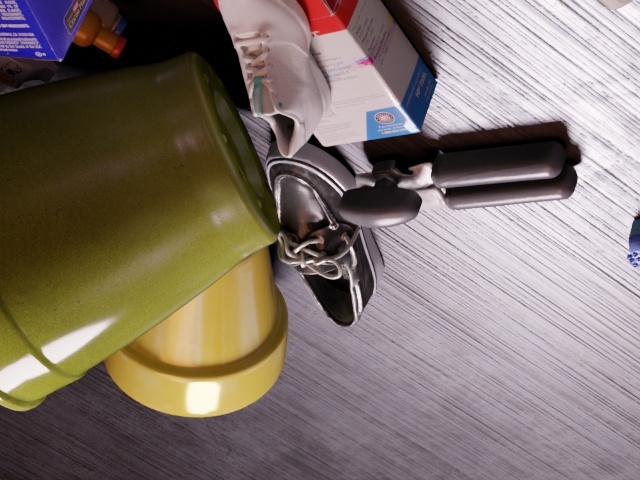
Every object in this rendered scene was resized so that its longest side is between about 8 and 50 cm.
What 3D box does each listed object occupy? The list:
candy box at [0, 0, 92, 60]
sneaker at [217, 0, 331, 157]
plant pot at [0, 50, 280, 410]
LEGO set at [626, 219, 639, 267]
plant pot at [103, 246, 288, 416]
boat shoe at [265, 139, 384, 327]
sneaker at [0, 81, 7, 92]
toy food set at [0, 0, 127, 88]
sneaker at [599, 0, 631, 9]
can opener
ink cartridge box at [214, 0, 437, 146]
[{"bbox_3d":[-0.289,-0.364,1.239,0.122,0.268,0.317,4,144,19],"label":"candy box"},{"bbox_3d":[-0.051,-0.172,1.399,0.080,0.094,0.212,3,143,31],"label":"sneaker"},{"bbox_3d":[-0.248,-0.039,1.594,0.353,0.366,0.366,-23,136,7],"label":"plant pot"},{"bbox_3d":[0.415,0.053,1.605,0.087,0.093,0.227,-9,137,40],"label":"LEGO set"},{"bbox_3d":[-0.164,0.065,1.858,0.254,0.254,0.239,16,132,9],"label":"plant pot"},{"bbox_3d":[-0.004,0.000,1.767,0.113,0.105,0.306,8,146,21],"label":"boat shoe"},{"bbox_3d":[-0.448,-0.264,1.669,0.083,0.084,0.215,-9,126,38],"label":"sneaker"},{"bbox_3d":[-0.291,-0.230,1.590,0.105,0.111,0.232,31,152,-16],"label":"toy food set"},{"bbox_3d":[0.165,-0.279,1.257,0.292,0.110,0.118,18,157,7],"label":"sneaker"},{"bbox_3d":[0.158,-0.056,1.610,0.280,0.093,0.074,-8,137,32],"label":"can opener"},{"bbox_3d":[0.008,-0.208,1.474,0.134,0.078,0.231,-6,139,36],"label":"ink cartridge box"}]
